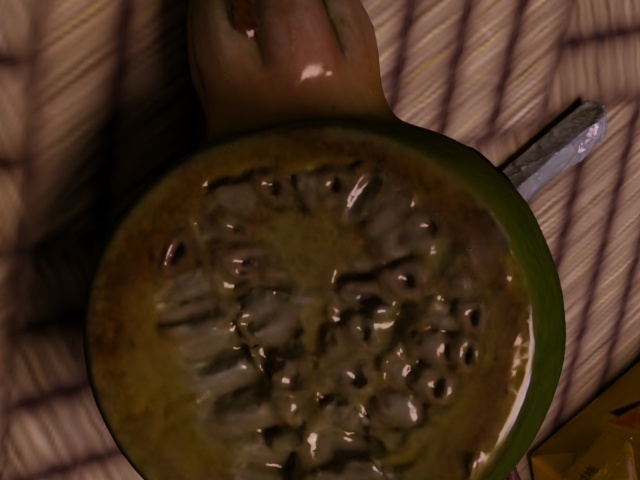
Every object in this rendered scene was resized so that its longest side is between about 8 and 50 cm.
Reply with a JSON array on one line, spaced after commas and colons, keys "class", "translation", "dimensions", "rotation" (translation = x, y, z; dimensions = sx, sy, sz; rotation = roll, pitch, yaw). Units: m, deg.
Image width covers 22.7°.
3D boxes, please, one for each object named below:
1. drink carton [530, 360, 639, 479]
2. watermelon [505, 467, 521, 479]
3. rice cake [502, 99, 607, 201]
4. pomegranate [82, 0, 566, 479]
[{"class": "drink carton", "translation": [0.304, 0.116, 1.102], "dimensions": [0.351, 0.111, 0.155], "rotation": [-36, 136, -23]}, {"class": "watermelon", "translation": [0.073, 0.237, 0.951], "dimensions": [0.256, 0.139, 0.193], "rotation": [-41, 147, -31]}, {"class": "rice cake", "translation": [0.113, -0.035, 0.866], "dimensions": [0.121, 0.021, 0.022], "rotation": [-40, 148, -22]}, {"class": "pomegranate", "translation": [-0.009, 0.012, 0.681], "dimensions": [0.190, 0.241, 0.159], "rotation": [-39, 179, 11]}]
